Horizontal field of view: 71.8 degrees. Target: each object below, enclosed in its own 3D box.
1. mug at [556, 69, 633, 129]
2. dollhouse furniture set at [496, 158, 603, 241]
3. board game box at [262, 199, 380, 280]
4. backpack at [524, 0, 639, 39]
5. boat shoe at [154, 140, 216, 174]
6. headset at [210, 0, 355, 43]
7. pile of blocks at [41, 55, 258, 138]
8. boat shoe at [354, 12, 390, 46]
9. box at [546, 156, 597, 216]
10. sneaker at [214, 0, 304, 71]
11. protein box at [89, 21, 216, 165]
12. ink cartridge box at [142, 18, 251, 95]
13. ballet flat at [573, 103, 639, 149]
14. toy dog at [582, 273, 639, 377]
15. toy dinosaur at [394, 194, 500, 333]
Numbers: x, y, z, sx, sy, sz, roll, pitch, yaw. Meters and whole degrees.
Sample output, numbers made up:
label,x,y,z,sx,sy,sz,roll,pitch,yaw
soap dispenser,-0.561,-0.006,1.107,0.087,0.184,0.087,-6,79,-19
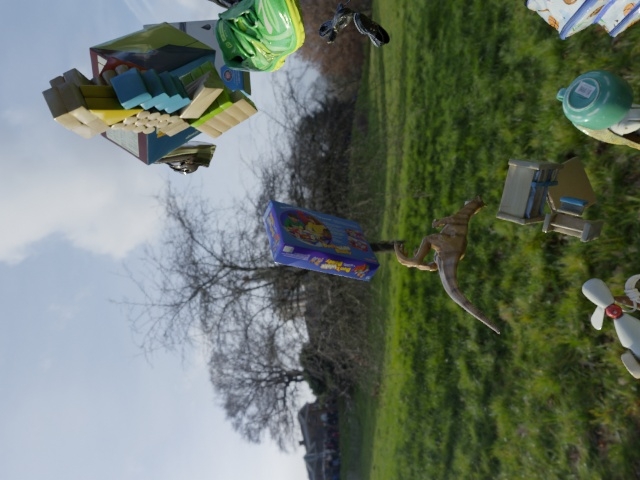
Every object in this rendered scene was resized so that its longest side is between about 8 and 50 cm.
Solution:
label,x,y,z,sx,sy,sz,roll,pitch,yaw
mug,0.644,-0.335,1.063,0.158,0.097,0.129,-16,71,57
dollhouse furniture set,0.496,-0.090,0.921,0.183,0.129,0.129,25,115,45
board game box,0.000,0.000,1.451,0.078,0.347,0.233,-60,31,29
backpack,0.485,-0.462,0.721,0.213,0.263,0.276,57,-163,10
boat shoe,-0.398,-0.239,1.296,0.285,0.103,0.092,-45,-37,-68
headset,-0.110,-0.520,0.820,0.243,0.394,0.185,-64,19,-1
pile of blocks,-0.257,-0.251,0.714,0.362,0.149,0.112,-20,-98,-55
boat shoe,0.145,-0.594,1.238,0.133,0.042,0.049,23,-99,-43
box,0.787,-0.163,1.405,0.021,0.201,0.164,-20,93,64
sneaker,-0.105,-0.342,0.727,0.295,0.123,0.109,174,78,-74
protein box,-0.341,-0.306,0.921,0.200,0.136,0.201,-50,-11,-42
ink cartridge box,-0.396,-0.586,1.445,0.129,0.307,0.223,-75,-17,-77
ballet flat,0.861,-0.308,1.192,0.123,0.348,0.123,-161,90,-83
toy dog,1.017,0.272,1.453,0.161,0.220,0.334,0,-106,-54
toy dinosaur,0.147,0.013,0.515,0.064,0.112,0.211,45,-134,-23
